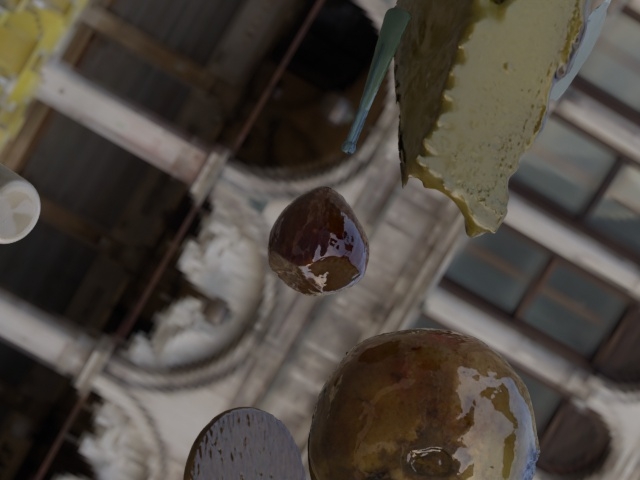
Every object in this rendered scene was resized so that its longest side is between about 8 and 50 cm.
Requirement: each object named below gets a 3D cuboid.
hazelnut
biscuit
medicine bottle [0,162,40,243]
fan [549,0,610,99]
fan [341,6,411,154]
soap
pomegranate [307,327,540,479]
[{"bbox_3d":[0.000,0.000,2.105,0.143,0.143,0.154,-64,158,-23],"label":"hazelnut"},{"bbox_3d":[-0.119,0.389,2.471,0.037,0.262,0.262,-8,-134,42],"label":"biscuit"},{"bbox_3d":[-0.562,-0.086,2.600,0.252,0.114,0.114,30,-90,45],"label":"medicine bottle"},{"bbox_3d":[0.431,-0.352,2.457,0.310,0.010,0.182,-62,165,14],"label":"fan"},{"bbox_3d":[0.067,-0.199,1.982,0.038,0.016,0.193,19,-91,41],"label":"fan"},{"bbox_3d":[0.233,-0.220,1.930,0.304,0.169,0.339,-42,-143,40],"label":"soap"},{"bbox_3d":[0.135,0.272,2.095,0.322,0.322,0.322,-58,-171,15],"label":"pomegranate"}]
